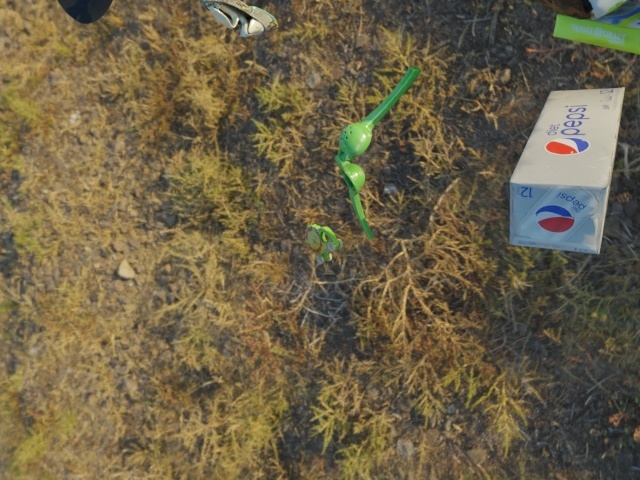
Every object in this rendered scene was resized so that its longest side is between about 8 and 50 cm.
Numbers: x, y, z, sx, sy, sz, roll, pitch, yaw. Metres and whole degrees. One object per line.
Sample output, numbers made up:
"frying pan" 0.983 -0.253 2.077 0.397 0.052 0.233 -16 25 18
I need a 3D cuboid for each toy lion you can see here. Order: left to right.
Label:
"toy lion" 0.000 0.000 1.070 0.096 0.034 0.100 59 144 15

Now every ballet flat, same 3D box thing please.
"ballet flat" -0.101 -0.277 0.562 0.041 0.114 0.041 -8 78 40

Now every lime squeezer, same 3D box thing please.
"lime squeezer" 0.072 -0.133 0.754 0.059 0.110 0.310 37 129 37

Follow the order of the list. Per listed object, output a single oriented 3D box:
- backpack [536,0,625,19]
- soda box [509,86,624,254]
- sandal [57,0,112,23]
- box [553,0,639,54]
"backpack" 0.337 -0.436 0.593 0.274 0.355 0.290 -26 114 43
"soda box" 0.325 -0.104 0.588 0.098 0.286 0.091 8 130 32
"sandal" -0.215 -0.277 0.419 0.179 0.067 0.040 -37 38 41
"box" 0.492 -0.347 0.731 0.178 0.109 0.042 41 153 41
